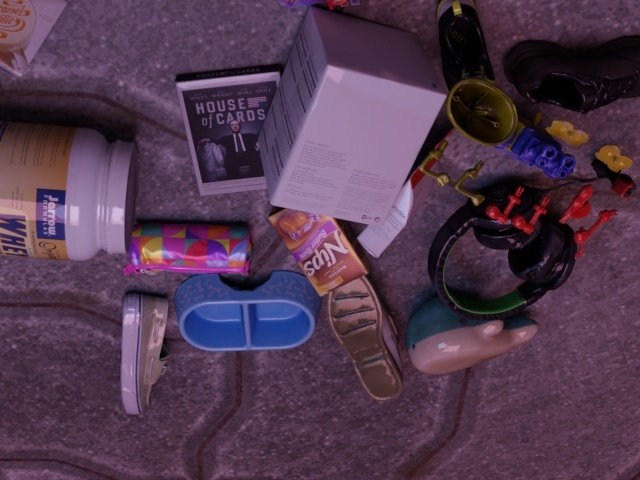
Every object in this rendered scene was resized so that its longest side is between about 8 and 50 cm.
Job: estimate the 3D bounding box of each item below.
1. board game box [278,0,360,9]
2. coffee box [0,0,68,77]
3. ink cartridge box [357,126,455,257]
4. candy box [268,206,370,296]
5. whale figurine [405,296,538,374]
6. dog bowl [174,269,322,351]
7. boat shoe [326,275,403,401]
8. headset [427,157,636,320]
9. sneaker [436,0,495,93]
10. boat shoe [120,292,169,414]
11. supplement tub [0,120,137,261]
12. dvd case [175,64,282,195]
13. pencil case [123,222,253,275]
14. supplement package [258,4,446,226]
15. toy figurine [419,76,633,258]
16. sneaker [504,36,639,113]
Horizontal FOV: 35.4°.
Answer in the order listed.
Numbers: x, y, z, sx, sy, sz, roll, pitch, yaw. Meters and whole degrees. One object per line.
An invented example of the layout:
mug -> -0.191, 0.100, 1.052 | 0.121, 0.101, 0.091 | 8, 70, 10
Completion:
board game box -> 0.019, -0.385, 1.520 | 0.169, 0.033, 0.133 | -15, 164, -20
coffee box -> -0.527, -0.369, 1.503 | 0.246, 0.098, 0.141 | 34, 84, -25
ink cartridge box -> 0.172, -0.094, 1.728 | 0.066, 0.189, 0.232 | 45, 121, -1
candy box -> 0.000, 0.000, 1.855 | 0.109, 0.053, 0.186 | -27, 108, 19
whale figurine -> 0.297, 0.176, 2.007 | 0.272, 0.141, 0.216 | -7, 158, -24
dog bowl -> -0.144, 0.146, 1.990 | 0.297, 0.074, 0.166 | -2, 129, -1
boat shoe -> 0.089, 0.171, 1.999 | 0.113, 0.103, 0.302 | -11, 114, 13
headset -> 0.380, -0.003, 1.810 | 0.394, 0.185, 0.243 | -44, 120, 10
sneaker -> 0.232, -0.290, 1.627 | 0.084, 0.097, 0.234 | -15, 128, 11
boat shoe -> -0.355, 0.239, 2.041 | 0.094, 0.109, 0.302 | 3, 127, -6
supplement tub -> -0.476, -0.084, 1.692 | 0.316, 0.228, 0.228 | 4, 129, -5
dvd case -> -0.143, -0.187, 1.745 | 0.179, 0.029, 0.238 | -6, 130, 2
pencil case -> -0.243, 0.021, 1.869 | 0.236, 0.104, 0.104 | -1, 129, -2
supplement package -> 0.041, -0.197, 1.614 | 0.199, 0.198, 0.262 | 11, 126, -20
toy figurine -> 0.311, -0.146, 1.669 | 0.363, 0.217, 0.191 | 24, 105, -19
sneaker -> 0.451, -0.258, 1.640 | 0.286, 0.130, 0.109 | -4, 127, 0
